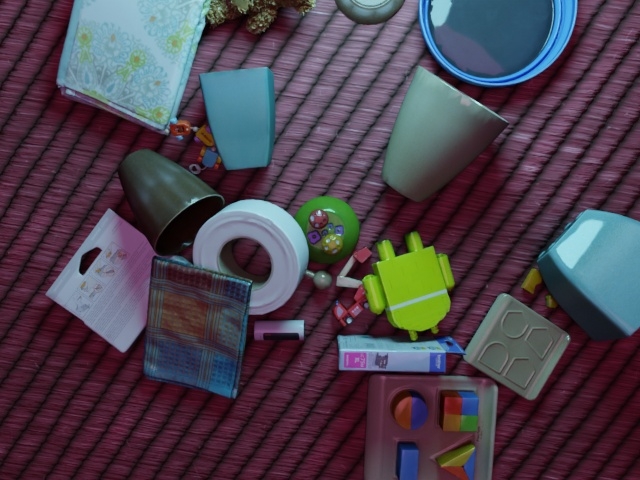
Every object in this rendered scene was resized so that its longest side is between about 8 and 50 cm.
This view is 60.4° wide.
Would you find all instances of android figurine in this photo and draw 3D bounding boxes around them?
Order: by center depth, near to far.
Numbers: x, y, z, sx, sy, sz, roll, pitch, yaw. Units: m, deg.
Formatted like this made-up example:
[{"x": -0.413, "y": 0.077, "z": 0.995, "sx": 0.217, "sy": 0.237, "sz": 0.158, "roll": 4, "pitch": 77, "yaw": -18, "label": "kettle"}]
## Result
[{"x": 0.236, "y": 0.119, "z": 1.431, "sx": 0.248, "sy": 0.056, "sz": 0.273, "roll": -17, "pitch": 89, "yaw": -15, "label": "android figurine"}]

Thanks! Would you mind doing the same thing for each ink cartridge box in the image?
[{"x": 0.199, "y": 0.288, "z": 1.412, "sx": 0.310, "sy": 0.186, "sz": 0.065, "roll": -1, "pitch": 92, "yaw": 1, "label": "ink cartridge box"}, {"x": -0.535, "y": 0.106, "z": 1.475, "sx": 0.261, "sy": 0.066, "sz": 0.296, "roll": 38, "pitch": 94, "yaw": -2, "label": "ink cartridge box"}]

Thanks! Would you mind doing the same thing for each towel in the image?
[{"x": -0.475, "y": -0.491, "z": 1.389, "sx": 0.320, "sy": 0.090, "sz": 0.375, "roll": 22, "pitch": 105, "yaw": 3, "label": "towel"}, {"x": -0.325, "y": 0.236, "z": 1.429, "sx": 0.271, "sy": 0.040, "sz": 0.370, "roll": 13, "pitch": 115, "yaw": 3, "label": "towel"}]

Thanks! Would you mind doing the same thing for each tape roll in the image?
[{"x": -0.177, "y": 0.044, "z": 1.403, "sx": 0.286, "sy": 0.100, "sz": 0.286, "roll": 4, "pitch": 111, "yaw": 11, "label": "tape roll"}]

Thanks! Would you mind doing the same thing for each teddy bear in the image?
[{"x": -0.170, "y": -0.635, "z": 1.358, "sx": 0.337, "sy": 0.113, "sz": 0.245, "roll": -17, "pitch": 111, "yaw": 26, "label": "teddy bear"}]

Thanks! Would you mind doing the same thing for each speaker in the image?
[{"x": -0.111, "y": 0.242, "z": 1.482, "sx": 0.136, "sy": 0.055, "sz": 0.055, "roll": 0, "pitch": 95, "yaw": 1, "label": "speaker"}]

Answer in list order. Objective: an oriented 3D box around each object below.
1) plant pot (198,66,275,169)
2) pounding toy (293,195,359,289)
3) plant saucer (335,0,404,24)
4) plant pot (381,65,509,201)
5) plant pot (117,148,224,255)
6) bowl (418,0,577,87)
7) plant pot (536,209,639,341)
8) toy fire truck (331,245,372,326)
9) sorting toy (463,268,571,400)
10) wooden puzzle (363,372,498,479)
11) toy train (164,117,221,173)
[{"x": -0.194, "y": -0.301, "z": 1.391, "sx": 0.165, "sy": 0.166, "sz": 0.235, "roll": -5, "pitch": 101, "yaw": 2, "label": "plant pot"}, {"x": 0.000, "y": 0.000, "z": 1.432, "sx": 0.182, "sy": 0.110, "sz": 0.237, "roll": 29, "pitch": 94, "yaw": -1, "label": "pounding toy"}, {"x": 0.128, "y": -0.662, "z": 1.415, "sx": 0.198, "sy": 0.036, "sz": 0.199, "roll": 0, "pitch": 94, "yaw": 1, "label": "plant saucer"}, {"x": 0.275, "y": -0.241, "z": 1.357, "sx": 0.256, "sy": 0.256, "sz": 0.274, "roll": 32, "pitch": 110, "yaw": -1, "label": "plant pot"}, {"x": -0.402, "y": -0.116, "z": 1.401, "sx": 0.215, "sy": 0.215, "sz": 0.230, "roll": -45, "pitch": 78, "yaw": 4, "label": "plant pot"}, {"x": 0.440, "y": -0.582, "z": 1.393, "sx": 0.390, "sy": 0.077, "sz": 0.392, "roll": 0, "pitch": 95, "yaw": 1, "label": "bowl"}, {"x": 0.689, "y": 0.068, "z": 1.353, "sx": 0.252, "sy": 0.247, "sz": 0.248, "roll": 42, "pitch": 87, "yaw": 14, "label": "plant pot"}, {"x": 0.089, "y": 0.122, "z": 1.471, "sx": 0.192, "sy": 0.047, "sz": 0.135, "roll": -41, "pitch": 92, "yaw": 5, "label": "toy fire truck"}, {"x": 0.550, "y": 0.244, "z": 1.479, "sx": 0.229, "sy": 0.041, "sz": 0.307, "roll": 32, "pitch": 88, "yaw": -4, "label": "sorting toy"}, {"x": 0.297, "y": 0.528, "z": 1.482, "sx": 0.347, "sy": 0.080, "sz": 0.322, "roll": 3, "pitch": 95, "yaw": 1, "label": "wooden puzzle"}, {"x": -0.320, "y": -0.255, "z": 1.429, "sx": 0.125, "sy": 0.046, "sz": 0.166, "roll": -6, "pitch": 133, "yaw": 14, "label": "toy train"}]
